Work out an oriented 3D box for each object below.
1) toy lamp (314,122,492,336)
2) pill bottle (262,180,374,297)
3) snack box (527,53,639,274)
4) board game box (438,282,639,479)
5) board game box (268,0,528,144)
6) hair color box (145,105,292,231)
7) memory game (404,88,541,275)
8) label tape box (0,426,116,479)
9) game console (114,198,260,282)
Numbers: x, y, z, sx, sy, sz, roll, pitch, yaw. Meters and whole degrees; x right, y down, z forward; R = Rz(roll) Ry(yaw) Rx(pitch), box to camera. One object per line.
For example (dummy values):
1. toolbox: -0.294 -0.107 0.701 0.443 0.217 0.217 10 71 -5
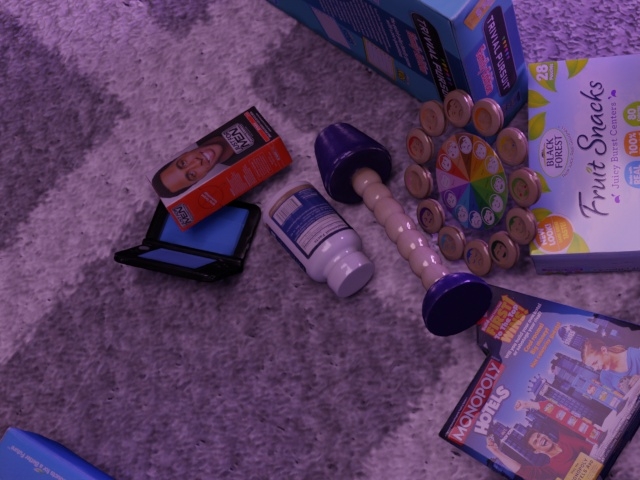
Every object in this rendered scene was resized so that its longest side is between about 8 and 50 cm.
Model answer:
1. toy lamp: 0.070 -0.021 1.244 0.080 0.080 0.274 -35 47 3
2. pill bottle: 0.000 0.000 1.287 0.067 0.067 0.120 -42 65 -1
3. snack box: 0.292 -0.075 1.224 0.175 0.070 0.207 -2 69 16
4. board game box: 0.206 0.131 1.181 0.194 0.060 0.194 30 82 25
5. board game box: 0.047 -0.262 1.265 0.336 0.254 0.079 37 82 25
6. hair color box: -0.109 -0.078 1.343 0.141 0.043 0.072 -34 44 -5
7. memory game: 0.144 -0.056 1.221 0.012 0.186 0.186 -18 59 -34
8. label tape box: -0.275 0.393 1.207 0.249 0.115 0.347 26 83 24
9. game console: -0.141 -0.007 1.334 0.122 0.107 0.071 11 103 21
